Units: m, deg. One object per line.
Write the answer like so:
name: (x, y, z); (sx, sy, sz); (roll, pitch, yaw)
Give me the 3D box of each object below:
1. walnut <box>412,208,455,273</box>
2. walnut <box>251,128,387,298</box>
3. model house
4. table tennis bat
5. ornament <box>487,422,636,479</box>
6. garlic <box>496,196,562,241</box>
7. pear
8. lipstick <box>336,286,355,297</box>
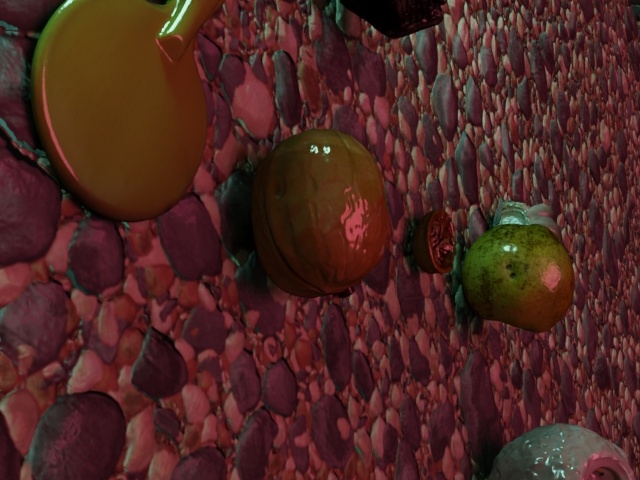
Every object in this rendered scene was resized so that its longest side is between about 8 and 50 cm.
walnut: (0.173, 0.004, 1.528); (0.091, 0.052, 0.121); (59, 35, -31)
walnut: (-0.002, -0.034, 1.121); (0.165, 0.165, 0.197); (12, 71, -59)
model house: (0.083, -0.379, 1.340); (0.141, 0.203, 0.164); (-53, 167, -10)
table tennis bat: (-0.173, -0.184, 0.985); (0.224, 0.054, 0.368); (54, 44, -37)
ornament: (0.405, 0.439, 1.640); (0.259, 0.225, 0.259); (12, 70, -34)
garlic: (0.402, 0.010, 1.871); (0.194, 0.127, 0.131); (73, 21, -56)
pear: (0.343, 0.057, 1.662); (0.197, 0.197, 0.197); (22, 64, -57)
lipstick: (0.000, 0.000, 1.256); (0.176, 0.027, 0.027); (64, 34, -27)
